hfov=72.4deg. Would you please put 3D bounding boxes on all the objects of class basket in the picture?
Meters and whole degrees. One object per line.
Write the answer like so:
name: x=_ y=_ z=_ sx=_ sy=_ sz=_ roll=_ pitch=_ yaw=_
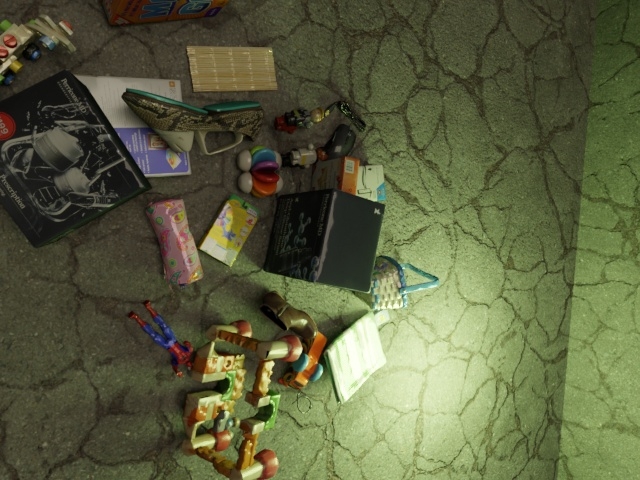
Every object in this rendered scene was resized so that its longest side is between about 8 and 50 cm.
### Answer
basket: x=0.292 y=0.162 z=1.750 sx=0.289 sy=0.255 sz=0.200 roll=-9 pitch=103 yaw=-20

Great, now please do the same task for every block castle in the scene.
block castle: x=-0.246 y=0.505 z=1.416 sx=0.213 sy=0.303 sz=0.452 roll=16 pitch=84 yaw=-58

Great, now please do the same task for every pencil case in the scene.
pencil case: x=-0.460 y=0.008 z=1.387 sx=0.124 sy=0.124 sz=0.283 roll=-17 pitch=101 yaw=-29

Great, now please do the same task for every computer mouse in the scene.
computer mouse: x=0.074 y=-0.426 z=1.713 sx=0.184 sy=0.060 sz=0.262 roll=44 pitch=71 yaw=-25

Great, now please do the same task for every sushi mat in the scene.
sushi mat: x=-0.298 y=-0.594 z=1.517 sx=0.317 sy=0.019 sz=0.151 roll=-13 pitch=97 yaw=-29

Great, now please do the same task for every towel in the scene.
towel: x=0.144 y=0.462 z=1.744 sx=0.325 sy=0.038 sz=0.247 roll=-26 pitch=105 yaw=-45

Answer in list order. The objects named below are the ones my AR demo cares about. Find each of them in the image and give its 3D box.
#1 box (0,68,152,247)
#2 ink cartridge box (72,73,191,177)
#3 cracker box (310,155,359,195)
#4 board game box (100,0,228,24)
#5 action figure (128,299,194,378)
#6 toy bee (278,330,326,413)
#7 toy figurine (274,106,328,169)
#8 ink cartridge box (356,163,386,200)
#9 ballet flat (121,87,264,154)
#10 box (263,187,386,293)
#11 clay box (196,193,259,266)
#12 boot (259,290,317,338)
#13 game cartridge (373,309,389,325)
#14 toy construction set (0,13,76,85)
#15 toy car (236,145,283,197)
box: x=-0.687 y=-0.209 z=1.158 sx=0.313 sy=0.179 sz=0.343 roll=-33 pitch=103 yaw=-10
ink cartridge box: x=-0.572 y=-0.342 z=1.342 sx=0.308 sy=0.072 sz=0.303 roll=-8 pitch=97 yaw=-28
cracker box: x=0.046 y=-0.214 z=1.604 sx=0.067 sy=0.232 sz=0.155 roll=6 pitch=89 yaw=-29
board game box: x=-0.440 y=-0.864 z=1.213 sx=0.357 sy=0.357 sz=0.355 roll=-25 pitch=104 yaw=-33
action figure: x=-0.478 y=0.324 z=1.382 sx=0.091 sy=0.139 sz=0.280 roll=-42 pitch=113 yaw=-21
toy bee: x=-0.087 y=0.477 z=1.619 sx=0.195 sy=0.162 sz=0.298 roll=57 pitch=41 yaw=-10
toy figurine: x=-0.060 y=-0.362 z=1.551 sx=0.148 sy=0.210 sz=0.212 roll=-11 pitch=99 yaw=-19
ink cartridge box: x=0.151 y=-0.222 z=1.750 sx=0.203 sy=0.086 sz=0.148 roll=-11 pitch=97 yaw=-30
ballet flat: x=-0.369 y=-0.355 z=1.358 sx=0.483 sy=0.164 sz=0.181 roll=-14 pitch=119 yaw=-49
box: x=0.000 y=0.000 z=1.492 sx=0.212 sy=0.396 sz=0.293 roll=14 pitch=84 yaw=-30
clay box: x=-0.314 y=-0.037 z=1.506 sx=0.127 sy=0.053 sz=0.221 roll=35 pitch=74 yaw=-26
boot: x=-0.112 y=0.286 z=1.527 sx=0.248 sy=0.207 sz=0.090 roll=45 pitch=98 yaw=-5
game cartridge: x=0.258 y=0.328 z=1.872 sx=0.083 sy=0.017 sz=0.055 roll=-23 pitch=99 yaw=-28
toy construction set: x=-0.801 y=-0.481 z=1.116 sx=0.328 sy=0.215 sz=0.151 roll=-42 pitch=112 yaw=-22
toy car: x=-0.198 y=-0.241 z=1.518 sx=0.159 sy=0.136 sz=0.181 roll=-4 pitch=94 yaw=-30
